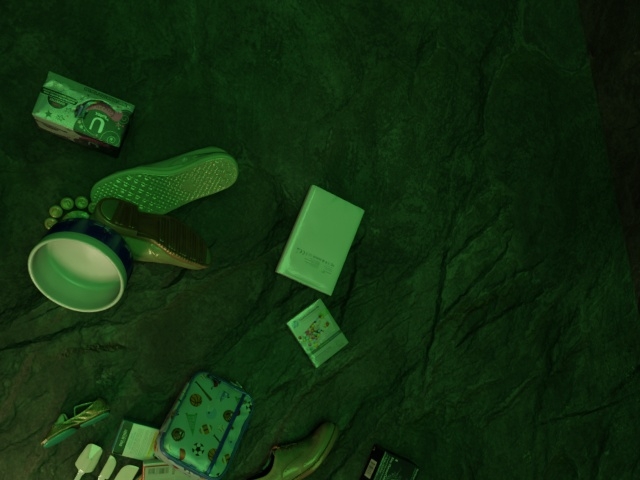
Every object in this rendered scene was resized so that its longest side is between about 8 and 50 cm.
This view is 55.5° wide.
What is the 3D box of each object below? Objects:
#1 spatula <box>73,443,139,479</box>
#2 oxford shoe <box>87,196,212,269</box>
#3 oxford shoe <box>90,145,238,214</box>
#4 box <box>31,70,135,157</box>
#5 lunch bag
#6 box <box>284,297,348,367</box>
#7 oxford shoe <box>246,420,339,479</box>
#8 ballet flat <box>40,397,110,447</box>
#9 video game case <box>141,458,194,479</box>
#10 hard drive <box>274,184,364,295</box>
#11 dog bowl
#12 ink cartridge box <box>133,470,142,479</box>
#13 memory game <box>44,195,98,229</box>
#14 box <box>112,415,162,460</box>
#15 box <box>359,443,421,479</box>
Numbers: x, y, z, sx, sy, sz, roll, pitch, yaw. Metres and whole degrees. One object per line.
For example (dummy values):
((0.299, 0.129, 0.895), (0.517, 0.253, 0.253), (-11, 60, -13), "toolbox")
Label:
((-0.664, 0.729, 1.778), (0.168, 0.019, 0.242), (30, 93, -12), "spatula")
((-0.516, 0.003, 1.844), (0.396, 0.146, 0.141), (29, 37, -31), "oxford shoe")
((-0.473, -0.181, 1.868), (0.448, 0.130, 0.169), (-17, 124, -7), "oxford shoe")
((-0.686, -0.359, 1.771), (0.247, 0.163, 0.142), (20, 79, -18), "box")
((-0.337, 0.555, 1.830), (0.243, 0.115, 0.304), (32, 52, -9), "lunch bag")
((-0.012, 0.310, 2.049), (0.145, 0.038, 0.186), (-35, 98, -18), "box")
((-0.086, 0.698, 1.961), (0.348, 0.123, 0.130), (-43, 96, -18), "oxford shoe")
((-0.720, 0.526, 1.777), (0.206, 0.073, 0.067), (-25, 69, -22), "ballet flat")
((-0.442, 0.791, 1.837), (0.203, 0.025, 0.286), (4, 101, -21), "video game case")
((0.000, 0.000, 2.066), (0.210, 0.040, 0.319), (25, 79, -17), "hard drive")
((-0.668, 0.070, 1.710), (0.264, 0.104, 0.265), (2, 126, 3), "dog bowl")
((-0.507, 0.787, 1.844), (0.145, 0.045, 0.179), (-39, 98, -17), "ink cartridge box")
((-0.718, -0.040, 1.800), (0.186, 0.012, 0.186), (-4, 104, -16), "memory game")
((-0.496, 0.618, 1.846), (0.244, 0.060, 0.101), (22, 81, -18), "box")
((0.234, 0.811, 2.085), (0.158, 0.093, 0.156), (29, 78, -17), "box")
